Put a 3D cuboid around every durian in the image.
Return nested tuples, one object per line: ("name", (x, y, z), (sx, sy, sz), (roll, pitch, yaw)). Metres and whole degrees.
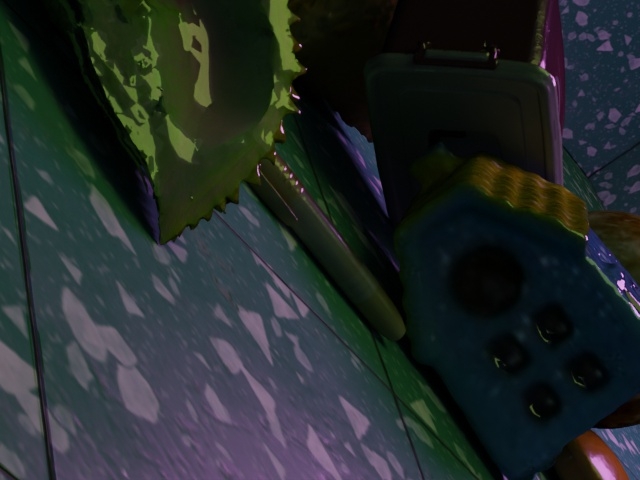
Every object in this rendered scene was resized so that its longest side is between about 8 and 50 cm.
("durian", (-0.128, -0.177, 1.256), (0.352, 0.158, 0.169), (61, 24, 6))

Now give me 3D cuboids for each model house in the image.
("model house", (0.182, 0.047, 1.730), (0.303, 0.215, 0.237), (50, 13, -2))

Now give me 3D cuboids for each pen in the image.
("pen", (0.000, 0.000, 1.548), (0.233, 0.032, 0.040), (52, 36, -19))

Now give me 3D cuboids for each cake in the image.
("cake", (0.033, -0.302, 2.033), (0.227, 0.222, 0.286), (42, 14, -52))

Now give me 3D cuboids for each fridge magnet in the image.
("fridge magnet", (0.283, 0.246, 1.905), (0.143, 0.063, 0.143), (54, 11, -16))

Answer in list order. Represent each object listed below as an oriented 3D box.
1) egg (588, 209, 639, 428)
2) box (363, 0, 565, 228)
("egg", (0.311, 0.085, 1.976), (0.238, 0.238, 0.289), (55, -12, -4))
("box", (0.159, -0.142, 1.884), (0.294, 0.193, 0.167), (78, 20, -52))
